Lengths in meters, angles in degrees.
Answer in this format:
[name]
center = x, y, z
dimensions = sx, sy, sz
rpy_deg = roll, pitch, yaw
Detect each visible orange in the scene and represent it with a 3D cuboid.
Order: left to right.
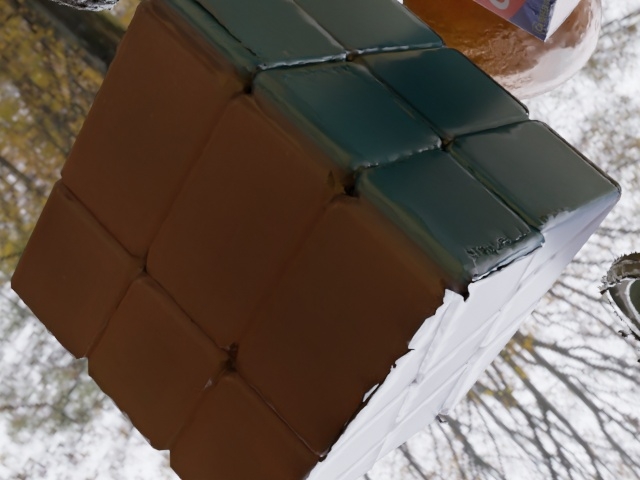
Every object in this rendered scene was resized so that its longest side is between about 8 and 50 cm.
[orange]
center = 0.253, -0.313, 1.442
dimensions = 0.274, 0.274, 0.310
rpy_deg = -44, 179, 3

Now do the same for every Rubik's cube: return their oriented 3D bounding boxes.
[Rubik's cube]
center = 0.000, 0.000, 0.628
dimensions = 0.224, 0.231, 0.221
rpy_deg = 44, -58, 18

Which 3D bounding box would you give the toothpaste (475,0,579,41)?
[toothpaste]
center = 0.150, -0.255, 0.660
dimensions = 0.076, 0.320, 0.066
rpy_deg = 34, -111, 18

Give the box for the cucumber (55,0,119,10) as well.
[cucumber]
center = -0.277, -0.258, 1.008
dimensions = 0.053, 0.181, 0.053
rpy_deg = -163, -90, -80

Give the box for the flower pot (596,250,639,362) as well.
[flower pot]
center = 0.399, 0.004, 0.846
dimensions = 0.290, 0.290, 0.259
rpy_deg = 17, -109, 51
